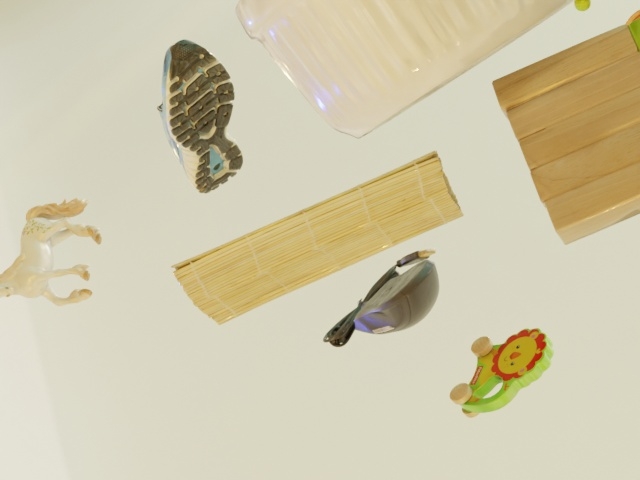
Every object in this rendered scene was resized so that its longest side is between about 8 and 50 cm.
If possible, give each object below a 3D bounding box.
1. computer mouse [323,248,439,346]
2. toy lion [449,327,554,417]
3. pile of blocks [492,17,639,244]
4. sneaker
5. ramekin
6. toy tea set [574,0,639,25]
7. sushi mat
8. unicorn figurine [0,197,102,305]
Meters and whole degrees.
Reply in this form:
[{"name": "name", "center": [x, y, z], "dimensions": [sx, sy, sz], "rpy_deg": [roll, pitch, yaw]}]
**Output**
[{"name": "computer mouse", "center": [0.122, 0.072, 2.091], "dimensions": [0.184, 0.060, 0.262], "rpy_deg": [-45, -175, -30]}, {"name": "toy lion", "center": [0.191, 0.133, 1.550], "dimensions": [0.096, 0.034, 0.100], "rpy_deg": [-8, -137, 45]}, {"name": "pile of blocks", "center": [0.261, -0.127, 0.870], "dimensions": [0.362, 0.112, 0.149], "rpy_deg": [-46, -121, 1]}, {"name": "sneaker", "center": [-0.113, -0.107, 1.247], "dimensions": [0.063, 0.162, 0.073], "rpy_deg": [-33, -120, -20]}, {"name": "ramekin", "center": [0.062, -0.150, 0.919], "dimensions": [0.207, 0.109, 0.207], "rpy_deg": [-33, -179, 1]}, {"name": "toy tea set", "center": [0.327, -0.345, 1.696], "dimensions": [0.200, 0.336, 0.124], "rpy_deg": [-44, -176, 10]}, {"name": "sushi mat", "center": [0.000, 0.000, 1.671], "dimensions": [0.317, 0.151, 0.019], "rpy_deg": [-24, -118, 3]}, {"name": "unicorn figurine", "center": [-0.287, 0.025, 1.544], "dimensions": [0.111, 0.060, 0.162], "rpy_deg": [3, -139, 3]}]
